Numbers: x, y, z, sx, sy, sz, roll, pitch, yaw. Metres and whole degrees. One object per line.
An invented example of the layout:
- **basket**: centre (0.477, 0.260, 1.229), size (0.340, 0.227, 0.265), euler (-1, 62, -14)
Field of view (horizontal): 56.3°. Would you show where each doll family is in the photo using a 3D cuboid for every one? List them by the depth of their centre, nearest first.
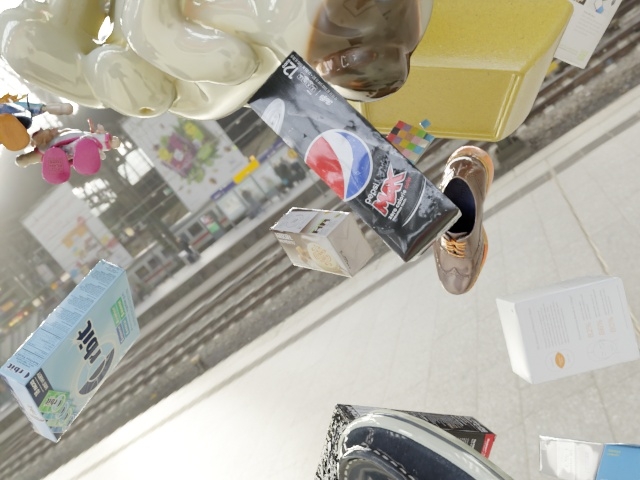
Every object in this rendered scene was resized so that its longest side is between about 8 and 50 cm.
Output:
- **doll family**: centre (-0.340, -0.102, 0.584), size (0.263, 0.118, 0.163), euler (-21, 25, -18)

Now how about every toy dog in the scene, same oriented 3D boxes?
- **toy dog**: centre (-0.080, -0.251, 0.666), size (0.408, 0.395, 0.284), euler (1, 61, 33)

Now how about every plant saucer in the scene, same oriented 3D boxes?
- **plant saucer**: centre (0.178, -0.242, 0.925), size (0.333, 0.333, 0.081), euler (61, -143, -73)

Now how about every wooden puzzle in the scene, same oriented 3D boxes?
- **wooden puzzle**: centre (0.096, -0.109, 0.684), size (0.083, 0.049, 0.006), euler (-54, -30, -10)

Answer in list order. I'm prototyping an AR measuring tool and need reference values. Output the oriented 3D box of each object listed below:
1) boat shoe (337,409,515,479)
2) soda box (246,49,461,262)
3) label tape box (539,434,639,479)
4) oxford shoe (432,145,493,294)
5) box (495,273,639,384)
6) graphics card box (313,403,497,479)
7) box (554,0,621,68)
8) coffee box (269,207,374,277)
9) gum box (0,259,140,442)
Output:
- **boat shoe**: centre (0.140, 0.342, 0.439), size (0.156, 0.500, 0.187), euler (-11, -43, -31)
- **soda box**: centre (0.026, -0.061, 0.444), size (0.053, 0.169, 0.060), euler (-46, -12, 10)
- **label tape box**: centre (0.722, 0.541, 1.435), size (0.333, 0.240, 0.106), euler (130, 148, -71)
- **oxford shoe**: centre (0.289, -0.015, 1.291), size (0.130, 0.363, 0.133), euler (10, 36, 24)
- **box**: centre (0.382, 0.135, 0.934), size (0.170, 0.130, 0.091), euler (-13, 1, -1)
- **graphics card box**: centre (0.177, 0.486, 1.278), size (0.094, 0.371, 0.233), euler (32, 108, 63)
- **box**: centre (0.449, -0.485, 1.029), size (0.058, 0.232, 0.322), euler (55, 128, 49)
- **coffee box**: centre (0.000, 0.000, 1.546), size (0.098, 0.141, 0.246), euler (-46, 31, -25)
- **gum box**: centre (-0.311, 0.142, 0.770), size (0.157, 0.041, 0.184), euler (99, -162, -48)
